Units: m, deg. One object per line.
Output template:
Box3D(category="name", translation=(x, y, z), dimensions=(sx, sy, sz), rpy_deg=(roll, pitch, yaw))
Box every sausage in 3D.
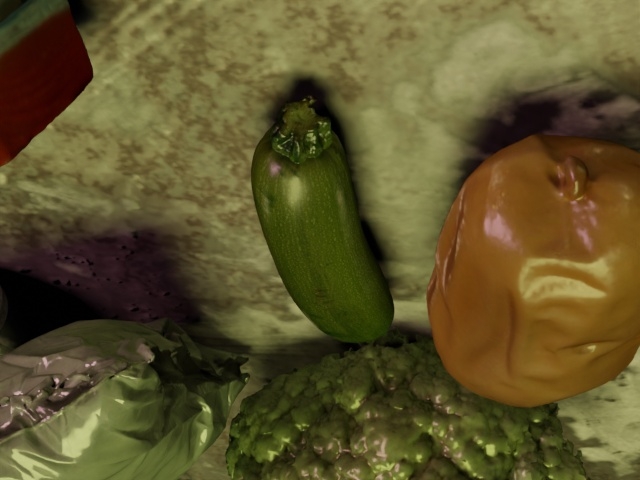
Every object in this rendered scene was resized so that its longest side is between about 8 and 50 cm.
Box3D(category="sausage", translation=(0.142, 0.022, 0.763), dimensions=(0.136, 0.120, 0.241), rpy_deg=(0, 147, -7))

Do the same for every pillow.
Box3D(category="pillow", translation=(-0.214, 0.160, 0.929), dimensions=(0.310, 0.138, 0.283), rpy_deg=(-29, 167, 10))

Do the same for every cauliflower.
Box3D(category="cauliflower", translation=(0.081, 0.195, 1.008), dimensions=(0.272, 0.275, 0.250), rpy_deg=(-40, 170, 14))

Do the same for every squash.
Box3D(category="squash", translation=(0.000, 0.000, 0.814), dimensions=(0.069, 0.069, 0.258), rpy_deg=(-1, 146, 15))

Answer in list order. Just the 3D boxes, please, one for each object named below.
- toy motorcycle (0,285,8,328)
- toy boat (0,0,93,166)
Box3D(category="toy motorcycle", translation=(-0.377, 0.096, 0.999), dimensions=(0.275, 0.127, 0.205), rpy_deg=(5, 145, 11))
Box3D(category="toy boat", translation=(-0.297, -0.077, 0.707), dimensions=(0.332, 0.145, 0.133), rpy_deg=(-17, 116, 32))
